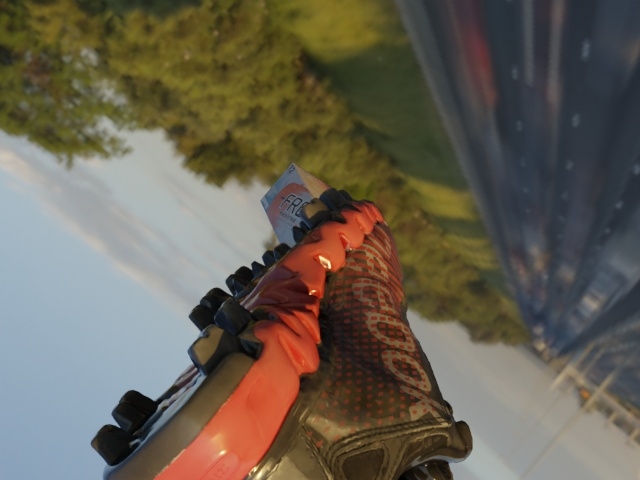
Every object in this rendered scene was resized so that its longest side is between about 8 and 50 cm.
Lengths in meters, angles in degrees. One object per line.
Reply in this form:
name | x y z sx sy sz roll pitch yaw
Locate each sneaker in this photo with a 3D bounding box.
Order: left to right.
sneaker | 0.003 0.066 0.532 0.135 0.097 0.276 45 -159 -6

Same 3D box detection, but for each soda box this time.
soda box | 0.000 0.000 1.176 0.063 0.058 0.183 30 -161 -35
